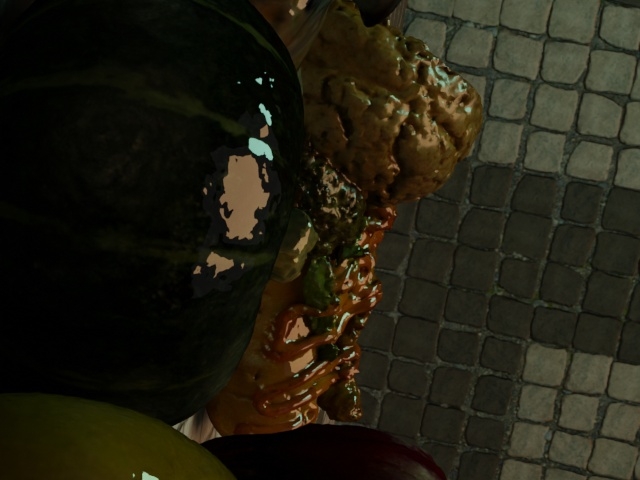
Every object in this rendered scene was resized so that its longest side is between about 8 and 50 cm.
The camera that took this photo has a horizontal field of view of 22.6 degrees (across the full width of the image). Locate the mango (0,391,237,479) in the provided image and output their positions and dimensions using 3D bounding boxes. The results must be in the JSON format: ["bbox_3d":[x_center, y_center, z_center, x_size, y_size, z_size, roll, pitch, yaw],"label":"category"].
[{"bbox_3d":[-0.086,0.108,0.527,0.237,0.137,0.091,86,5,-74],"label":"mango"}]

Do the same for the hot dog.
[{"bbox_3d":[0.000,0.000,1.267,0.158,0.117,0.349,-1,103,-70],"label":"hot dog"}]

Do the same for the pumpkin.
[{"bbox_3d":[-0.065,-0.017,0.558,0.167,0.125,0.167,0,90,-84],"label":"pumpkin"}]

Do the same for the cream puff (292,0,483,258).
[{"bbox_3d":[-0.007,-0.064,1.053,0.169,0.183,0.183,-57,173,-3],"label":"cream puff"}]

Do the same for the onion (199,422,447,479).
[{"bbox_3d":[-0.065,0.173,0.703,0.272,0.195,0.272,-48,-174,7],"label":"onion"}]

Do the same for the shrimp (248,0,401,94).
[{"bbox_3d":[-0.009,-0.106,0.755,0.247,0.085,0.360,-45,175,-28],"label":"shrimp"}]
